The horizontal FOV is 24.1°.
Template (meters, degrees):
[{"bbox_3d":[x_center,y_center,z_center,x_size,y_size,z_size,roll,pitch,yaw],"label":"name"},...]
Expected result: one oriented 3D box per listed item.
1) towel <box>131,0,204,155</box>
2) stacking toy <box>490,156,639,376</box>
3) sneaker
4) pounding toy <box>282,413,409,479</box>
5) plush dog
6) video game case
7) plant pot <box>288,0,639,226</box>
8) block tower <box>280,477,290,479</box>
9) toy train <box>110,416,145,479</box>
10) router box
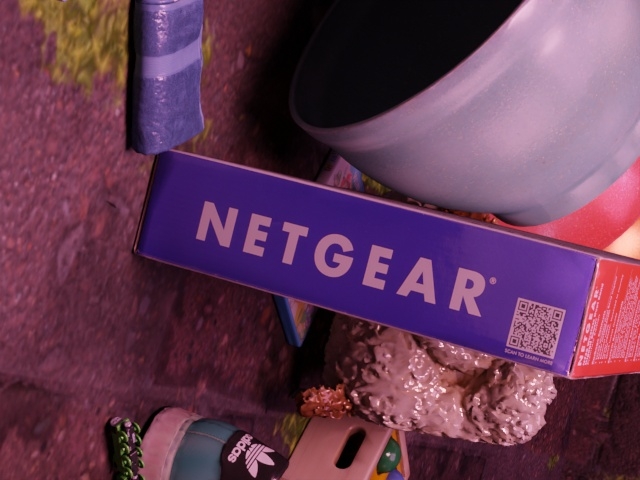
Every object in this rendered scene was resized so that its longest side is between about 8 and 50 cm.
[{"bbox_3d":[-0.103,-0.120,1.017,0.067,0.029,0.119,-39,139,-56],"label":"towel"},{"bbox_3d":[0.206,-0.119,1.520,0.480,0.350,0.350,57,50,-43],"label":"stacking toy"},{"bbox_3d":[-0.079,0.274,1.220,0.108,0.121,0.302,-51,149,-47],"label":"sneaker"},{"bbox_3d":[0.024,0.288,1.536,0.206,0.094,0.181,80,32,-48],"label":"pounding toy"},{"bbox_3d":[0.081,0.056,1.386,0.210,0.262,0.225,6,94,-29],"label":"plush dog"},{"bbox_3d":[0.000,0.000,1.385,0.119,0.015,0.166,75,35,-53],"label":"video game case"},{"bbox_3d":[0.148,-0.135,1.193,0.196,0.293,0.293,43,57,-25],"label":"plant pot"},{"bbox_3d":[-0.037,0.355,1.427,0.091,0.097,0.335,-55,153,-40],"label":"block tower"},{"bbox_3d":[-0.144,0.163,1.114,0.017,0.023,0.083,-35,139,-37],"label":"toy train"},{"bbox_3d":[0.080,0.018,1.131,0.301,0.335,0.082,8,96,-65],"label":"router box"}]
